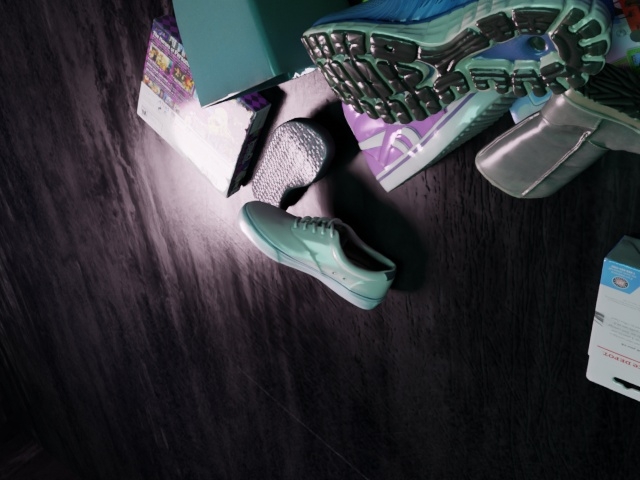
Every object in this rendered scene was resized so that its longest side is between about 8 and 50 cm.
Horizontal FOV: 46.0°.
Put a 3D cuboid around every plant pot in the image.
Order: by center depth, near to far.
[{"bbox_3d":[-0.086,-0.312,0.939,0.165,0.166,0.234,-9,105,49],"label":"plant pot"}]

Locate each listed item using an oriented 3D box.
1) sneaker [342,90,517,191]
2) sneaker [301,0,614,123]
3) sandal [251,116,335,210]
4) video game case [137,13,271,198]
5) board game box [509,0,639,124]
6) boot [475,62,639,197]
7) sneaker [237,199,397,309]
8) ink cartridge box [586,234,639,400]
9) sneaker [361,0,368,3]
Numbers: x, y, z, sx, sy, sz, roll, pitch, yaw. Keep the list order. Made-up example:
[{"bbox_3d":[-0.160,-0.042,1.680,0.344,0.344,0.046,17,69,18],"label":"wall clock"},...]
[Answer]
[{"bbox_3d":[0.103,-0.165,0.876,0.161,0.102,0.282,59,154,0],"label":"sneaker"},{"bbox_3d":[0.129,-0.211,0.744,0.330,0.147,0.130,2,143,37],"label":"sneaker"},{"bbox_3d":[-0.041,-0.116,1.138,0.097,0.054,0.254,60,152,3],"label":"sandal"},{"bbox_3d":[-0.197,-0.213,1.222,0.232,0.042,0.210,43,141,13],"label":"video game case"},{"bbox_3d":[0.261,-0.213,0.751,0.211,0.039,0.160,-11,110,50],"label":"board game box"},{"bbox_3d":[0.279,-0.089,0.779,0.190,0.076,0.208,29,153,2],"label":"boot"},{"bbox_3d":[0.000,0.000,1.136,0.258,0.094,0.091,30,126,-1],"label":"sneaker"},{"bbox_3d":[0.371,0.095,0.856,0.104,0.060,0.180,22,132,33],"label":"ink cartridge box"},{"bbox_3d":[0.098,-0.329,0.794,0.109,0.123,0.295,1,146,-2],"label":"sneaker"}]
